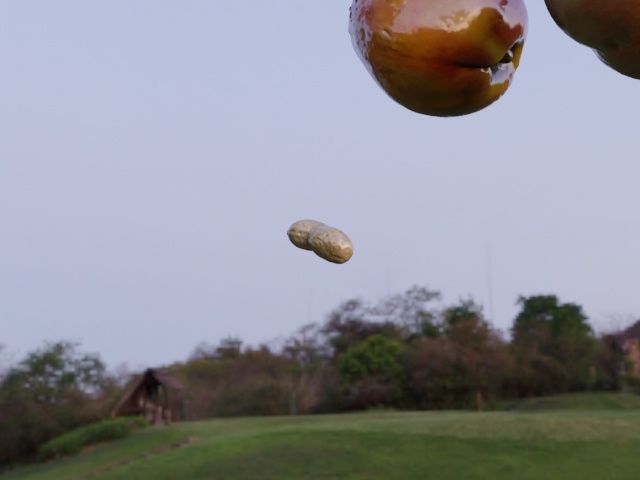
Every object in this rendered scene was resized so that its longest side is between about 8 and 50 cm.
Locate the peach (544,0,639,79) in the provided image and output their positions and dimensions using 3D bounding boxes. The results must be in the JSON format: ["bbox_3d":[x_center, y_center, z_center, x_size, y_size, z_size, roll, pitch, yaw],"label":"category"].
[{"bbox_3d":[0.392,-0.318,1.139,0.252,0.252,0.252,-2,-13,0],"label":"peach"}]

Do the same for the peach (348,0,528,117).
[{"bbox_3d":[0.165,-0.307,1.426,0.281,0.238,0.281,14,26,-7],"label":"peach"}]

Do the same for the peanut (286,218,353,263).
[{"bbox_3d":[0.000,0.000,0.964,0.037,0.037,0.083,12,3,-45],"label":"peanut"}]
